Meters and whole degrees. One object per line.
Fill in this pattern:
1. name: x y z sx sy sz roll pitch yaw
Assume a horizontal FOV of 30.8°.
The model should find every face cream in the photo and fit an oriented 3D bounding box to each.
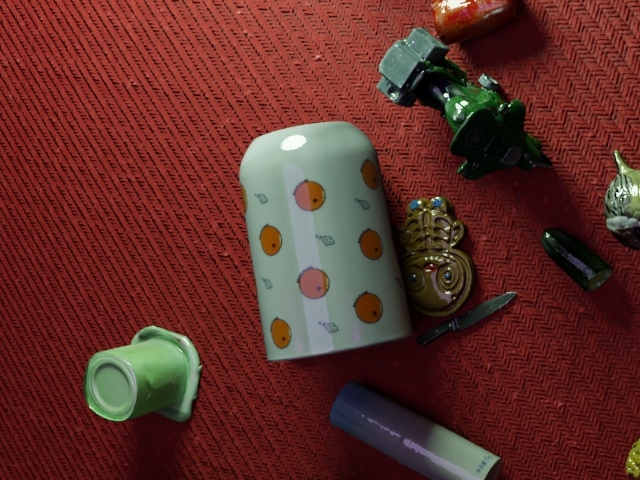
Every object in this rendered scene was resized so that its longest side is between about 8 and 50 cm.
1. face cream: 0.136 0.290 1.684 0.250 0.077 0.077 27 106 24

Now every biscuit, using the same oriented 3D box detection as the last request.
1. biscuit: 0.161 0.025 1.680 0.124 0.026 0.175 -6 91 28

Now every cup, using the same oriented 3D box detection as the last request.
1. cup: 0.000 0.000 1.661 0.212 0.212 0.317 -12 87 29

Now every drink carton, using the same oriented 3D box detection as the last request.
1. drink carton: -0.296 0.223 1.882 0.146 0.142 0.144 16 100 29

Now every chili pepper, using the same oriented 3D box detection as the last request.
1. chili pepper: 0.215 -0.321 1.602 0.123 0.073 0.070 -15 118 29

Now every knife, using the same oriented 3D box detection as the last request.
1. knife: 0.209 0.113 1.670 0.170 0.010 0.023 -31 78 25

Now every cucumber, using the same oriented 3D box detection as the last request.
1. cucumber: 0.340 0.023 1.571 0.105 0.048 0.048 43 112 22

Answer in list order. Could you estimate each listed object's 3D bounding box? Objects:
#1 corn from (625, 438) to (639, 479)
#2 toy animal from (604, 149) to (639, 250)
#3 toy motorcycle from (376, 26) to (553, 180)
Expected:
1. corn: 0.504 0.227 1.464 0.293 0.106 0.106 -44 73 24
2. toy animal: 0.403 -0.048 1.508 0.098 0.098 0.137 -54 53 21
3. toy motorcycle: 0.185 -0.179 1.561 0.275 0.187 0.124 42 112 21
